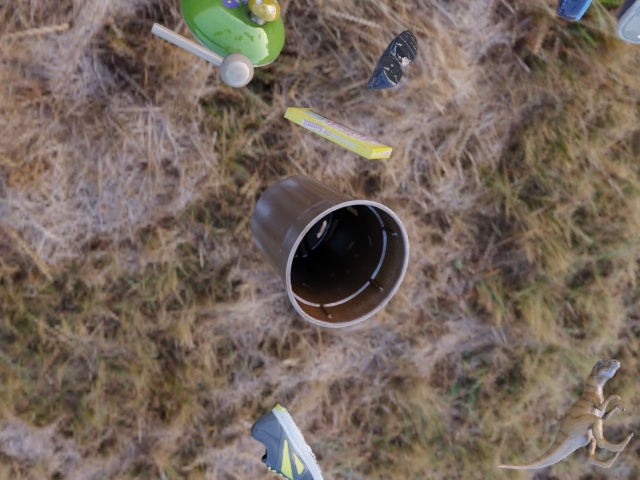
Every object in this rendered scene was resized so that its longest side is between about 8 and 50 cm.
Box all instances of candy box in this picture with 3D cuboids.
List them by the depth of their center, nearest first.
[{"bbox_3d":[0.037,-0.217,1.915,0.206,0.105,0.027,28,109,19],"label":"candy box"}]

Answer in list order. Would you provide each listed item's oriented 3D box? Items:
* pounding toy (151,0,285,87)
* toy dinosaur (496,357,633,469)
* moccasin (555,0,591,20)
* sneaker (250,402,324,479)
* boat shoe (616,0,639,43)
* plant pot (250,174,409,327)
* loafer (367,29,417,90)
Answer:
[{"bbox_3d":[-0.129,-0.366,1.497,0.183,0.236,0.110,36,134,-7],"label":"pounding toy"},{"bbox_3d":[0.335,0.252,1.236,0.211,0.112,0.064,-49,159,-16],"label":"toy dinosaur"},{"bbox_3d":[0.482,-0.586,1.758,0.117,0.137,0.341,12,102,-4],"label":"moccasin"},{"bbox_3d":[-0.023,0.159,0.685,0.035,0.031,0.083,-27,94,-3],"label":"sneaker"},{"bbox_3d":[0.405,-0.303,1.083,0.075,0.064,0.206,16,158,-8],"label":"boat shoe"},{"bbox_3d":[0.000,0.000,1.201,0.167,0.165,0.166,-11,116,-23],"label":"plant pot"},{"bbox_3d":[0.141,-0.360,1.886,0.061,0.170,0.062,-18,118,45],"label":"loafer"}]
